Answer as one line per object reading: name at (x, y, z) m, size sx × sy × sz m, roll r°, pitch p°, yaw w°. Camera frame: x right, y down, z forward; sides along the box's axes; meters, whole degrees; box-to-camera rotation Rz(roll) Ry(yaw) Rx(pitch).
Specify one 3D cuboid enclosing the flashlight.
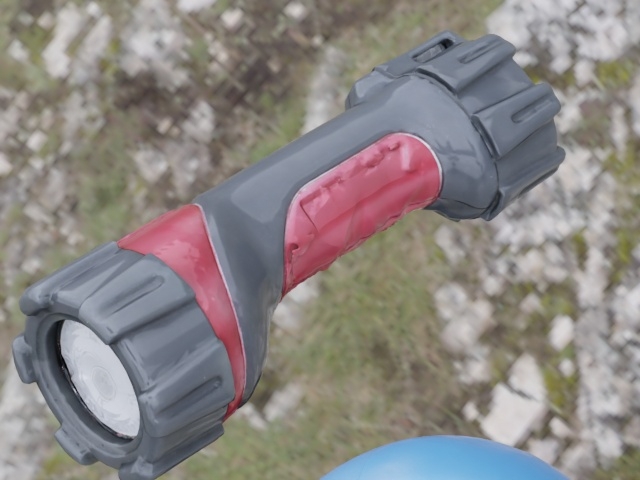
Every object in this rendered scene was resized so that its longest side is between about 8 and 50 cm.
flashlight at (0.000, 0.000, 0.897) m, size 0.304 × 0.103 × 0.103 m, roll -30°, pitch 29°, yaw -36°

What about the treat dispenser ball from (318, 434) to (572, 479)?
treat dispenser ball at (0.090, 0.283, 1.346) m, size 0.288 × 0.288 × 0.288 m, roll -15°, pitch 58°, yaw 26°
